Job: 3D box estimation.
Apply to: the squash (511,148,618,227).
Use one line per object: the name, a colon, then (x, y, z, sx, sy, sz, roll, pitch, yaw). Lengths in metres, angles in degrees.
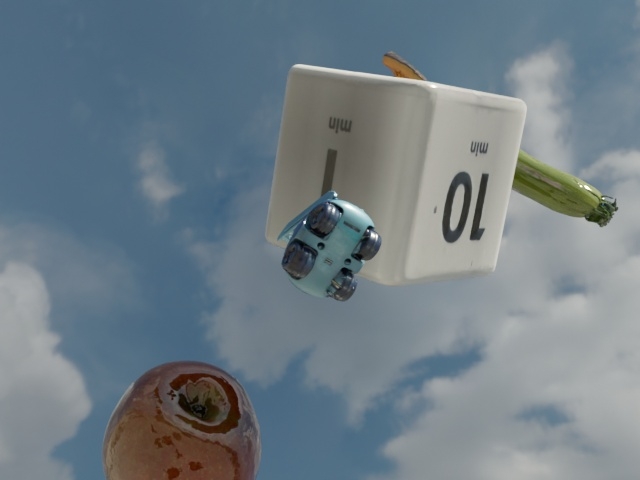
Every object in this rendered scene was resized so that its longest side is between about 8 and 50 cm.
squash: (0.263, -0.070, 0.947, 0.183, 0.052, 0.052, 28, -51, 14)

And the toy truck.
toy truck: (0.000, 0.000, 0.594, 0.056, 0.090, 0.073, 32, -86, -21)

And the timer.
timer: (0.078, -0.072, 0.846, 0.194, 0.192, 0.195, 18, -76, 42)

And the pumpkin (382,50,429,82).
pumpkin: (0.114, -0.221, 1.076, 0.073, 0.101, 0.035, 46, -77, 11)

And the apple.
apple: (-0.147, 0.222, 0.871, 0.181, 0.181, 0.168, 19, -57, -6)
